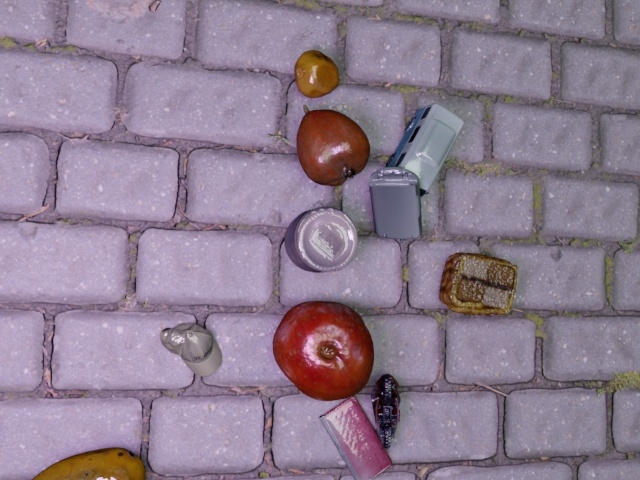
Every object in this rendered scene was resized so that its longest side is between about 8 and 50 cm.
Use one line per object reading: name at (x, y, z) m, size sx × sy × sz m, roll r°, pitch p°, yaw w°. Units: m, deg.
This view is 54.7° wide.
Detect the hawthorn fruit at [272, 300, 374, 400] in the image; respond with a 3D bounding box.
hawthorn fruit at (0.009, 0.290, 1.627) m, size 0.284 × 0.284 × 0.285 m, roll 1°, pitch 87°, yaw -14°

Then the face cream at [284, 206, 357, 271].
face cream at (0.000, 0.000, 1.687) m, size 0.177 × 0.153 × 0.177 m, roll 0°, pitch 88°, yaw -14°

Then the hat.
hat at (-0.336, 0.288, 1.630) m, size 0.122 × 0.081 × 0.166 m, roll -30°, pitch 104°, yaw -11°

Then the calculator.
calculator at (0.211, -0.095, 1.726) m, size 0.141 × 0.045 × 0.246 m, roll 2°, pitch 128°, yaw 18°

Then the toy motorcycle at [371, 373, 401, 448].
toy motorcycle at (0.184, 0.469, 1.739) m, size 0.082 × 0.122 × 0.213 m, roll 1°, pitch 100°, yaw 9°

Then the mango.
mango at (-0.590, 0.612, 1.509) m, size 0.329 × 0.176 × 0.177 m, roll -12°, pitch 67°, yaw 3°

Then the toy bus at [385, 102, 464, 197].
toy bus at (0.291, -0.249, 1.766) m, size 0.133 × 0.165 × 0.271 m, roll 31°, pitch 80°, yaw -11°

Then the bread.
bread at (0.468, 0.132, 1.827) m, size 0.222 × 0.096 × 0.182 m, roll 10°, pitch 85°, yaw -15°

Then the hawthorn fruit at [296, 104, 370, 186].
hawthorn fruit at (0.019, -0.276, 1.699) m, size 0.199 × 0.199 × 0.251 m, roll -28°, pitch 80°, yaw -14°

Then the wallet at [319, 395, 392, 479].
wallet at (0.102, 0.565, 1.747) m, size 0.119 × 0.025 × 0.232 m, roll -30°, pitch 94°, yaw -13°

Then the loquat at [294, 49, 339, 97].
loquat at (-0.009, -0.464, 1.733) m, size 0.137 × 0.113 × 0.137 m, roll 11°, pitch 68°, yaw -29°
